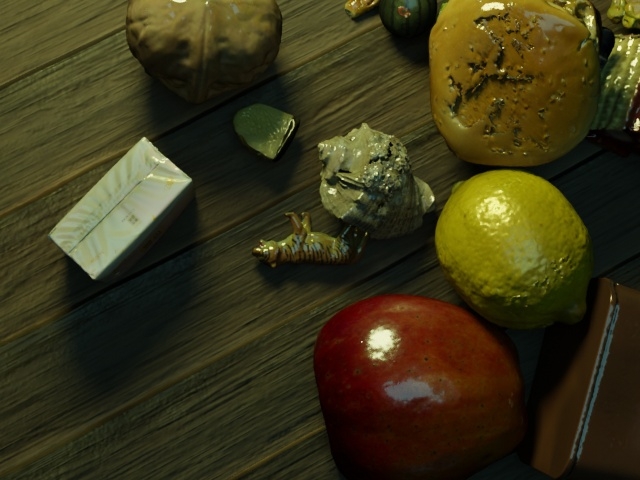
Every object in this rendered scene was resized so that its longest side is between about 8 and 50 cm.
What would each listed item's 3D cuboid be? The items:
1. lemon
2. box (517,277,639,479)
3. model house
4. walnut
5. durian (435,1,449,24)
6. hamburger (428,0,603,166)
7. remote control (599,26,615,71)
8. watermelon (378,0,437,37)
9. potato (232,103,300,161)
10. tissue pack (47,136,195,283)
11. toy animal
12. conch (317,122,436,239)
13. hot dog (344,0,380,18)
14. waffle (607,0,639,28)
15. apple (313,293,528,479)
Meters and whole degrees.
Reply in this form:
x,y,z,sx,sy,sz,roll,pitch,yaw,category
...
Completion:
x,y,z,sx,sy,sz,roll,pitch,yaw,category
0.331,0.018,1.704,0.245,0.245,0.320,-34,69,-6,lemon
0.516,0.255,1.720,0.229,0.239,0.339,15,85,-7,box
0.582,-0.251,1.797,0.254,0.160,0.196,19,85,24,model house
-0.196,-0.351,1.670,0.273,0.273,0.227,32,85,-3,walnut
0.324,-0.355,1.806,0.250,0.101,0.139,26,123,-5,durian
0.324,-0.279,1.675,0.284,0.174,0.304,5,117,20,hamburger
0.423,-0.269,1.788,0.090,0.066,0.266,18,111,-44,remote control
0.156,-0.427,1.780,0.105,0.105,0.133,-5,123,-6,watermelon
-0.103,-0.193,1.771,0.103,0.066,0.096,32,70,2,potato
-0.325,-0.043,1.680,0.124,0.185,0.225,43,83,1,tissue pack
0.000,0.000,1.779,0.241,0.057,0.099,2,93,-7,toy animal
0.097,-0.096,1.751,0.245,0.163,0.178,28,87,-20,conch
0.105,-0.454,1.824,0.137,0.028,0.044,-39,98,-8,hot dog
0.626,-0.404,1.778,0.219,0.229,0.057,-2,115,-4,waffle
0.172,0.267,1.746,0.365,0.295,0.328,-2,125,-5,apple
